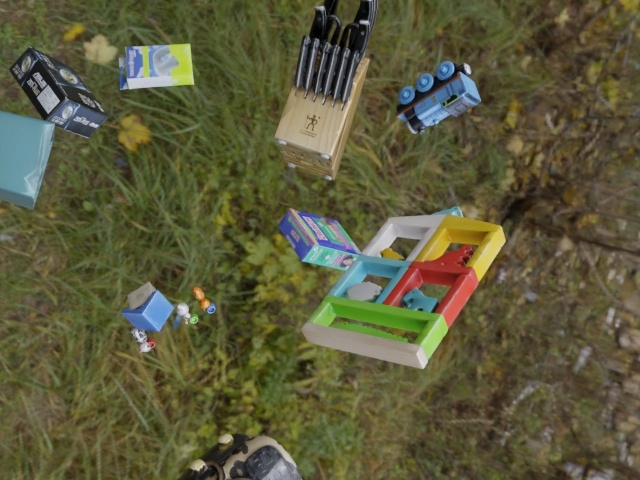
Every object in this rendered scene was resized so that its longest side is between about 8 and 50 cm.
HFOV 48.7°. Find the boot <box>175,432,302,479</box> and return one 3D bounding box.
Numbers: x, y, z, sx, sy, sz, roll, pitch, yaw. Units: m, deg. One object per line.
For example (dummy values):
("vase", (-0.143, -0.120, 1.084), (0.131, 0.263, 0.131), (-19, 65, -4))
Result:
("boot", (-0.131, 0.253, 0.575), (0.284, 0.138, 0.377), (-29, 149, -43))

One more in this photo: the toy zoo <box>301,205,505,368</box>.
("toy zoo", (0.127, 0.045, 0.983), (0.293, 0.192, 0.030), (-49, 128, -33))

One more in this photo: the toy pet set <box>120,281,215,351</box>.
("toy pet set", (-0.224, 0.115, 1.027), (0.122, 0.065, 0.114), (-32, 130, 0))

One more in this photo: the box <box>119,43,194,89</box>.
("box", (-0.405, -0.428, 1.736), (0.042, 0.178, 0.109), (99, -17, -60))

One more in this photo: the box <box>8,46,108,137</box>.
("box", (-0.601, -0.339, 1.629), (0.077, 0.180, 0.147), (-43, 161, 11))

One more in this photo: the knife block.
("knife block", (0.017, -0.233, 1.044), (0.275, 0.088, 0.242), (69, 42, -84))

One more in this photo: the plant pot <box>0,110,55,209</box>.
("plant pot", (-0.694, -0.183, 1.466), (0.234, 0.166, 0.165), (15, 78, -21))

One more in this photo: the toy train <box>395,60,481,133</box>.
("toy train", (0.242, -0.297, 1.486), (0.080, 0.184, 0.105), (19, 51, -48))

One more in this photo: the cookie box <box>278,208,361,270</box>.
("cookie box", (0.000, 0.000, 1.109), (0.107, 0.092, 0.040), (13, 121, -42))
